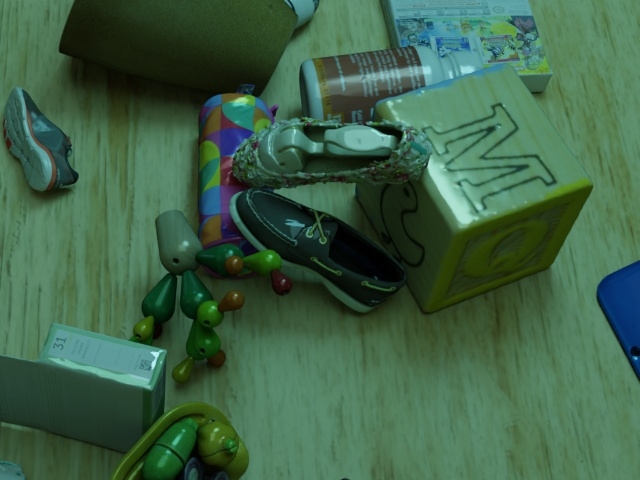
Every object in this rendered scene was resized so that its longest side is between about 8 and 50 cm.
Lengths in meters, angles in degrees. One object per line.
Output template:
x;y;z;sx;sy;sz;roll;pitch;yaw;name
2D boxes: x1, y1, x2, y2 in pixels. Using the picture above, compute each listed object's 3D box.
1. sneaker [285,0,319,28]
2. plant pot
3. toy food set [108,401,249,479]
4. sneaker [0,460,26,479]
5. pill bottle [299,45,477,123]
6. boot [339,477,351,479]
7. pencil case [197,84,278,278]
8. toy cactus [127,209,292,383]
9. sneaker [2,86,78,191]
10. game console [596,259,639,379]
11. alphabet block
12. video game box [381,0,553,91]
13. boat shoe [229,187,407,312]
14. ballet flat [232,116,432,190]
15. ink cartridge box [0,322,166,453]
-0.114;-0.362;1.686;0.235;0.090;0.095;36;47;10;sneaker
-0.167;-0.288;1.557;0.254;0.237;0.237;27;56;-9;plant pot
-0.144;0.263;1.236;0.071;0.128;0.218;4;44;48;toy food set
-0.353;0.250;1.256;0.212;0.080;0.094;43;54;7;sneaker
0.087;-0.183;1.553;0.216;0.121;0.121;-8;59;-5;pill bottle
0.003;0.381;1.174;0.280;0.096;0.264;-36;52;-27;boot
-0.100;-0.072;1.483;0.104;0.104;0.236;3;59;-7;pencil case
-0.134;0.048;1.362;0.112;0.219;0.180;13;47;-49;toy cactus
-0.344;-0.122;1.514;0.065;0.061;0.158;-1;54;-41;sneaker
0.522;0.135;1.486;0.250;0.173;0.293;7;51;-42;game console
0.177;-0.063;1.465;0.193;0.192;0.197;-20;61;-18;alphabet block
0.199;-0.285;1.695;0.205;0.048;0.187;-3;56;-10;video game box
0.000;0.000;1.405;0.228;0.069;0.081;33;45;-26;boat shoe
0.004;-0.105;1.360;0.241;0.077;0.091;-3;73;19;ballet flat
-0.280;0.146;1.270;0.235;0.171;0.056;15;56;1;ink cartridge box
